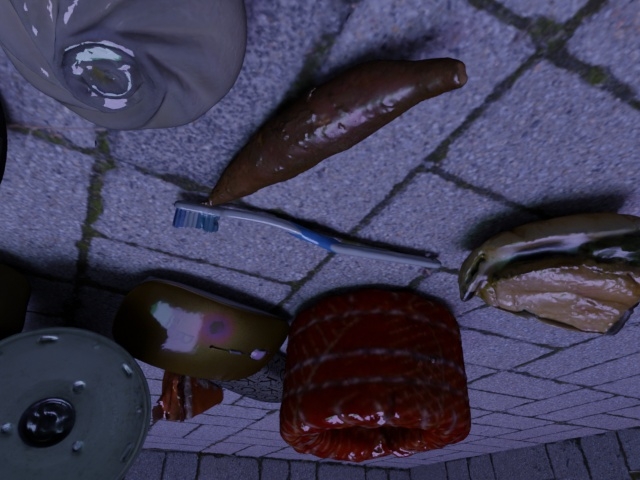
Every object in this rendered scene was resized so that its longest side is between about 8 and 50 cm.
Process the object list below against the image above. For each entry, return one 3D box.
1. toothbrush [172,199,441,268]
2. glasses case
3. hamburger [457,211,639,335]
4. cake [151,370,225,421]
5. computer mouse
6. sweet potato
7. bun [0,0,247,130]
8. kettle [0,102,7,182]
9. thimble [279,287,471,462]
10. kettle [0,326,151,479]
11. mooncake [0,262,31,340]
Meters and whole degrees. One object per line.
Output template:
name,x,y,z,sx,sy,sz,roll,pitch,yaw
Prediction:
toothbrush,0.001,-0.005,0.583,0.387,0.040,0.040,10,144,-19
glasses case,-0.150,0.301,0.977,0.137,0.085,0.354,-18,140,21
hamburger,0.295,0.022,0.565,0.208,0.135,0.155,7,131,14
cake,-0.334,0.388,1.120,0.098,0.135,0.287,-11,164,7
computer mouse,-0.193,0.163,0.749,0.311,0.072,0.158,27,106,-34
sweet potato,-0.018,-0.102,0.413,0.315,0.066,0.072,-21,134,32
bun,-0.140,-0.147,0.299,0.173,0.119,0.172,-1,144,-1
kettle,-0.421,-0.093,0.363,0.237,0.161,0.221,4,176,-5
thimble,0.099,0.256,0.785,0.351,0.230,0.350,0,144,0
kettle,-0.490,0.270,0.689,0.361,0.249,0.377,-4,173,-30
mooncake,-0.558,0.085,0.638,0.235,0.116,0.234,-5,149,-3
